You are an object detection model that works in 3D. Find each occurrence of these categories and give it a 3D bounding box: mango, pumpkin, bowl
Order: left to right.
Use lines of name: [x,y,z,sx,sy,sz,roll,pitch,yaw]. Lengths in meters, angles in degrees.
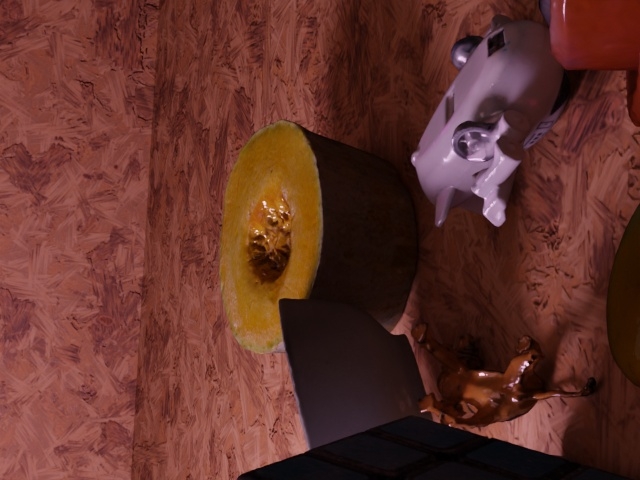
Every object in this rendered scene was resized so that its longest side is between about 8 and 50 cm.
pumpkin: [0.000,0.000,1.578,0.332,0.199,0.332,-12,76,58]
bowl: [0.051,0.193,1.322,0.289,0.146,0.289,-14,-90,-90]
mango: [0.304,0.035,0.945,0.130,0.092,0.194,-147,67,-66]

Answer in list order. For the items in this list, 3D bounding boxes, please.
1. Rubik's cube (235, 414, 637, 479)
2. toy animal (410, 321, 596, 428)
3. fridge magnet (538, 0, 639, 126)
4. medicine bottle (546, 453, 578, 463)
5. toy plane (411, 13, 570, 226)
Rubik's cube: [0.111,0.352,0.978,0.305,0.301,0.303,13,101,32]
toy animal: [0.199,0.161,1.206,0.255,0.116,0.114,4,78,54]
fridge magnet: [0.254,-0.272,0.876,0.363,0.155,0.363,3,-90,-77]
medicine bottle: [0.222,0.286,1.129,0.080,0.080,0.130,177,95,-67]
toy plane: [0.184,-0.126,1.210,0.267,0.123,0.266,-164,90,-80]
